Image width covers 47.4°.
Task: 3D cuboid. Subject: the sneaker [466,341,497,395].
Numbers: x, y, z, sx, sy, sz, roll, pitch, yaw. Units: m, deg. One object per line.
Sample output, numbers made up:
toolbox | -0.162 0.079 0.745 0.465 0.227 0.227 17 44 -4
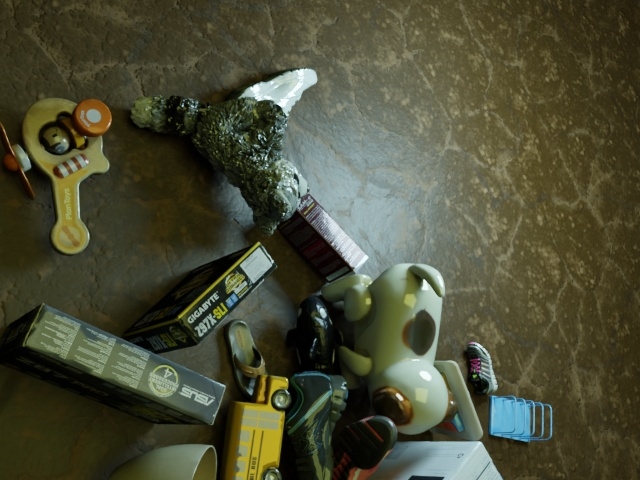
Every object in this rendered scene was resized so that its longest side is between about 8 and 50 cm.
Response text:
sneaker | 0.480 0.395 2.214 0.074 0.063 0.171 -23 95 -42

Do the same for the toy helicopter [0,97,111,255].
toy helicopter | -0.582 -0.141 1.604 0.234 0.140 0.355 -3 81 -33

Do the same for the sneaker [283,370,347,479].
sneaker | -0.036 0.487 1.768 0.139 0.125 0.341 14 74 -16

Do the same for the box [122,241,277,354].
box | -0.274 0.136 1.617 0.079 0.322 0.257 52 56 -13

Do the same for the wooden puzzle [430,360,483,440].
wooden puzzle | 0.328 0.436 1.993 0.044 0.238 0.221 -19 88 -25

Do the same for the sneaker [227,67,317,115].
sneaker | -0.123 -0.395 2.020 0.297 0.111 0.129 -31 111 -32

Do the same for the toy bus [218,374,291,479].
toy bus | -0.156 0.480 1.700 0.130 0.108 0.333 10 78 -15

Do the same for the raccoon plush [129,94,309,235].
raccoon plush | -0.247 -0.176 1.815 0.445 0.216 0.299 0 69 -4

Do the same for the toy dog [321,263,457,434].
toy dog | 0.218 0.290 1.878 0.284 0.395 0.408 14 61 -40

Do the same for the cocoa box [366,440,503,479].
cocoa box | 0.276 0.663 1.825 0.231 0.347 0.228 -36 98 -36

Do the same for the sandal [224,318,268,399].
sandal | -0.171 0.297 1.802 0.089 0.060 0.220 -14 86 -36

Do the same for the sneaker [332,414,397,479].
sneaker | 0.108 0.517 1.808 0.136 0.314 0.116 -17 59 -46

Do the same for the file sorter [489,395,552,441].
file sorter | 0.616 0.548 2.239 0.170 0.104 0.118 18 68 -30

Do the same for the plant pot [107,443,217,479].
plant pot | -0.346 0.553 1.512 0.190 0.284 0.284 9 68 5

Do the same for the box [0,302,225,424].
box | -0.432 0.265 1.477 0.394 0.318 0.097 30 61 -25

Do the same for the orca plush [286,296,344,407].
orca plush | -0.034 0.291 1.841 0.102 0.151 0.288 -7 111 -74

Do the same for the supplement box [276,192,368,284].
supplement box | 0.000 0.000 1.945 0.239 0.130 0.073 47 55 -8
